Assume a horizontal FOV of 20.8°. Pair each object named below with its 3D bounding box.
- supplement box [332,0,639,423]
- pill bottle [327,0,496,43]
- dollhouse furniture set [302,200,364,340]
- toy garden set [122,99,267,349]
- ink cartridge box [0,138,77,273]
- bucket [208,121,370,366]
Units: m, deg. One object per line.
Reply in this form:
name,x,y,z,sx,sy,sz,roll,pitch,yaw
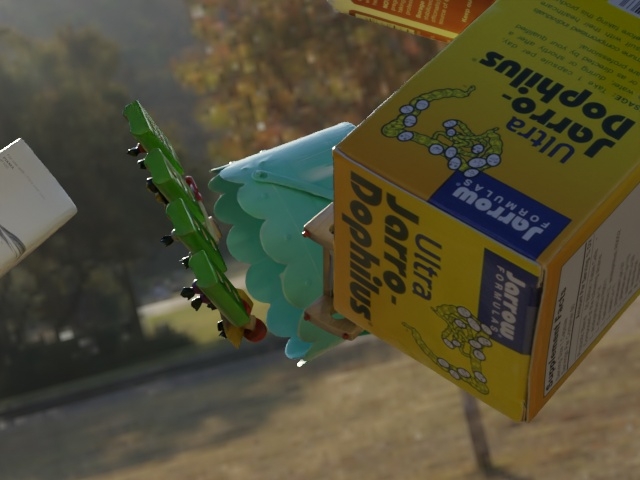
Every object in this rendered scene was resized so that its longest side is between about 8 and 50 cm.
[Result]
supplement box,0.191,-0.065,1.401,0.195,0.194,0.356,30,55,25
pill bottle,0.078,-0.248,1.545,0.216,0.121,0.121,17,7,3
dollhouse furniture set,0.090,0.038,1.817,0.183,0.129,0.129,25,46,28
toy garden set,-0.142,-0.002,1.888,0.049,0.244,0.204,-28,-29,4
ink cartridge box,-0.442,0.025,2.011,0.207,0.117,0.283,-35,5,42
bucket,0.000,0.000,2.133,0.183,0.281,0.281,-26,7,-10
